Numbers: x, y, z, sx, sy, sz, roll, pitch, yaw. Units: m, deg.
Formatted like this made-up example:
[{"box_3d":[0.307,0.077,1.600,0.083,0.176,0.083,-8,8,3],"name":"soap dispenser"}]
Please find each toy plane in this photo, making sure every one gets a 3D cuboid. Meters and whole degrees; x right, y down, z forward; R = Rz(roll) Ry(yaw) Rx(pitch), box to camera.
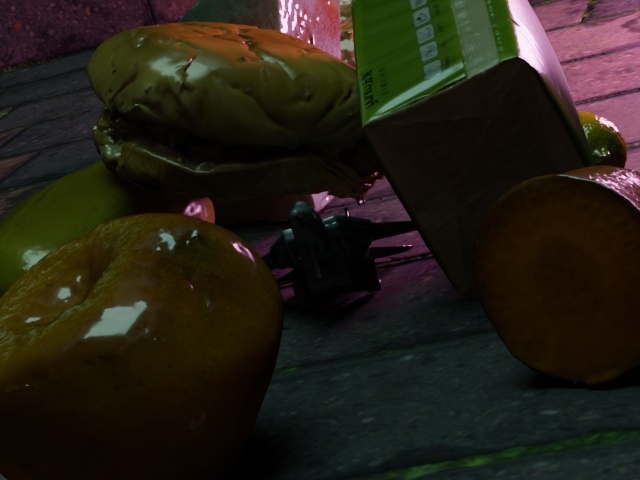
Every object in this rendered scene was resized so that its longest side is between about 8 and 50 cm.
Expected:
[{"box_3d":[0.003,0.011,1.630,0.212,0.088,0.267,-16,-4,5],"name":"toy plane"}]

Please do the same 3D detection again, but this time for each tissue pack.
[{"box_3d":[0.138,-0.117,1.644,0.167,0.200,0.274,-25,27,11],"name":"tissue pack"}]

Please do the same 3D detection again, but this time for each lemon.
[{"box_3d":[0.256,-0.085,1.779,0.082,0.082,0.111,-21,16,-18],"name":"lemon"}]

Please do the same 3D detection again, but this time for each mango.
[{"box_3d":[-0.233,0.004,1.841,0.195,0.142,0.332,1,17,32],"name":"mango"}]

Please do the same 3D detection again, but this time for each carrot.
[{"box_3d":[0.232,0.011,1.383,0.159,0.159,0.225,-6,7,34],"name":"carrot"}]

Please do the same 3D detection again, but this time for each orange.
[{"box_3d":[-0.129,0.099,1.342,0.249,0.183,0.249,-28,25,14],"name":"orange"}]

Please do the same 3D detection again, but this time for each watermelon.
[{"box_3d":[-0.069,-0.125,2.063,0.228,0.387,0.258,1,39,-51],"name":"watermelon"}]

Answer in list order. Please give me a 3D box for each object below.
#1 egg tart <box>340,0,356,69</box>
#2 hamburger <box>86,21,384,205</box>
[{"box_3d":[0.046,-0.250,2.494,0.352,0.150,0.352,-18,17,6],"name":"egg tart"},{"box_3d":[-0.082,-0.128,1.802,0.319,0.158,0.318,8,13,-2],"name":"hamburger"}]
